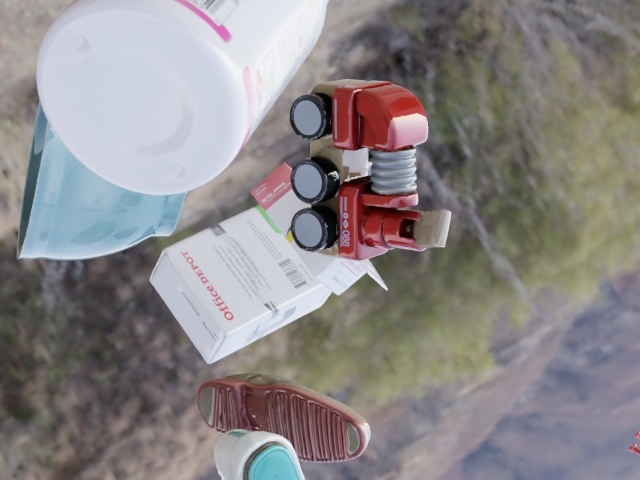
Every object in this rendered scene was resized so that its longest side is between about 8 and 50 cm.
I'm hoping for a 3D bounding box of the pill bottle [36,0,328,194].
[{"bbox_3d":[-0.088,-0.170,1.126,0.160,0.160,0.283,-35,-165,35],"label":"pill bottle"}]

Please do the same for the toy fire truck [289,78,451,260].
[{"bbox_3d":[0.083,-0.075,1.738,0.246,0.217,0.158,9,-164,35],"label":"toy fire truck"}]

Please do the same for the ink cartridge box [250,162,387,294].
[{"bbox_3d":[0.000,0.000,1.952,0.067,0.198,0.115,-40,158,5],"label":"ink cartridge box"}]

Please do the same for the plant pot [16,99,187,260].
[{"bbox_3d":[-0.277,-0.105,1.906,0.196,0.293,0.293,9,160,-15],"label":"plant pot"}]

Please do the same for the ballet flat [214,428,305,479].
[{"bbox_3d":[-0.061,0.437,2.152,0.139,0.400,0.139,-14,-153,7],"label":"ballet flat"}]

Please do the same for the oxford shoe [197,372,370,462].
[{"bbox_3d":[-0.041,0.273,2.386,0.348,0.123,0.130,12,-159,39],"label":"oxford shoe"}]

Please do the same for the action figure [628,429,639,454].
[{"bbox_3d":[0.435,0.272,1.764,0.030,0.115,0.038,-18,134,-55],"label":"action figure"}]

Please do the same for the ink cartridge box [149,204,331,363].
[{"bbox_3d":[-0.144,0.072,2.734,0.289,0.211,0.121,-26,161,-35],"label":"ink cartridge box"}]
